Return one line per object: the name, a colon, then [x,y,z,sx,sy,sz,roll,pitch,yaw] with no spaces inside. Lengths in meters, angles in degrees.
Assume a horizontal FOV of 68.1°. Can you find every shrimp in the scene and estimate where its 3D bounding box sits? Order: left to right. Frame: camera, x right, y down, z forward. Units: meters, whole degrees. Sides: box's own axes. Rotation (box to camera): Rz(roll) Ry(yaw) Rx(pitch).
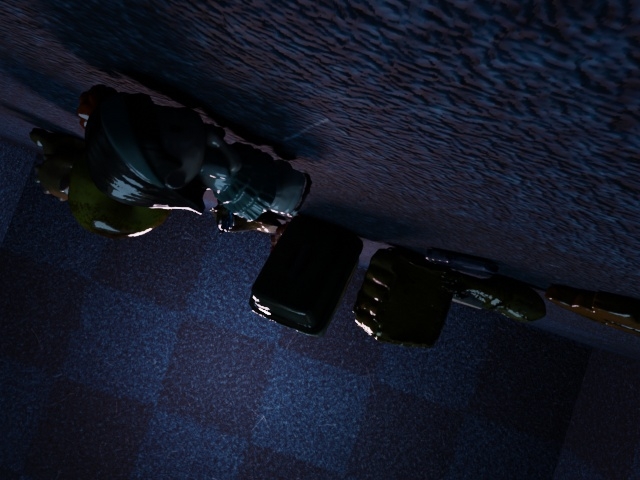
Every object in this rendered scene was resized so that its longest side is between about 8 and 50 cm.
shrimp: [-0.232,-0.065,1.458,0.221,0.110,0.445,13,180,3]

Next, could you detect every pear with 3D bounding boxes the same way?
pear: [-0.391,-0.102,0.930,0.197,0.197,0.197,19,177,1]

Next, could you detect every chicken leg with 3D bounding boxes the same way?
chicken leg: [0.372,0.117,1.033,0.227,0.088,0.103,15,-171,13]

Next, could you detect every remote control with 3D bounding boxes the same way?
remote control: [0.263,0.039,0.904,0.043,0.027,0.152,27,171,-35]

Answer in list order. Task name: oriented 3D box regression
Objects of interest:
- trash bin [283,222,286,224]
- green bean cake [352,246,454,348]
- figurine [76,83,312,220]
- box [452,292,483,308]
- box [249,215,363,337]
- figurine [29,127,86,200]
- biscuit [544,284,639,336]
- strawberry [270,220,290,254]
trash bin: [-0.106,0.074,1.664,0.184,0.234,0.162,35,177,0]
green bean cake: [0.213,0.143,1.201,0.224,0.230,0.131,17,180,-27]
figurine: [-0.135,-0.085,0.524,0.245,0.110,0.138,14,-161,-38]
box: [0.384,0.145,1.529,0.259,0.071,0.168,21,176,-26]
box: [-0.035,0.090,1.216,0.220,0.290,0.166,18,156,22]
figurine: [-0.692,-0.193,1.303,0.247,0.173,0.177,18,177,20]
biscuit: [0.561,0.148,0.813,0.301,0.043,0.278,21,176,-33]
strawberry: [-0.031,0.031,1.489,0.234,0.234,0.178,17,-154,36]
